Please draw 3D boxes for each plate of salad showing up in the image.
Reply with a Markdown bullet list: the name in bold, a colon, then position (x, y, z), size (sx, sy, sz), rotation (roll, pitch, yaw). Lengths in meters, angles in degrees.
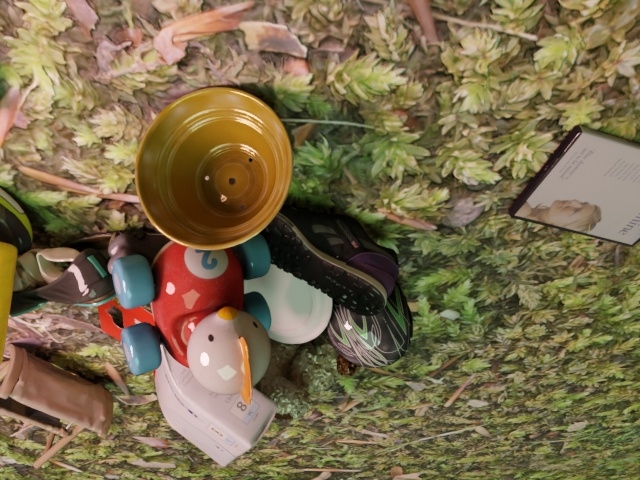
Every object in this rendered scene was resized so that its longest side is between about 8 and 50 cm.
- **plate of salad**: position (-0.067, 0.093, 0.925), size (0.199, 0.048, 0.200), rotation (8, 111, 22)

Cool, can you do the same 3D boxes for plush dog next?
- **plush dog**: position (-0.036, 0.245, 1.060), size (0.225, 0.211, 0.262), rotation (0, 169, -21)

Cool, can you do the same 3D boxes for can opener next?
- **can opener**: position (-0.235, 0.097, 0.838), size (0.095, 0.076, 0.283), rotation (-41, 132, 12)

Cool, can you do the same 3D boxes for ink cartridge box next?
- **ink cartridge box**: position (-0.283, 0.257, 0.942), size (0.385, 0.091, 0.308), rotation (35, 147, 1)
- **ink cartridge box**: position (-0.149, -0.089, 0.785), size (0.083, 0.028, 0.048), rotation (-11, 136, 10)

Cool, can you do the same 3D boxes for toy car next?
- **toy car**: position (-0.138, 0.118, 0.703), size (0.219, 0.238, 0.210), rotation (-13, 117, -32)

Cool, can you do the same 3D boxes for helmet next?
- **helmet**: position (0.088, 0.149, 0.944), size (0.169, 0.162, 0.169), rotation (-1, 137, -1)

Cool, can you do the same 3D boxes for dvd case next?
- **dvd case**: position (0.458, -0.077, 0.818), size (0.253, 0.022, 0.180), rotation (12, 135, -14)

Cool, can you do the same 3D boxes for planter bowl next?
- **planter bowl**: position (-0.134, -0.091, 0.707), size (0.217, 0.217, 0.090), rotation (-9, 172, 8)

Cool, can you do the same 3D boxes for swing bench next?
- **swing bench**: position (-0.649, 0.367, 1.161), size (0.254, 0.165, 0.253), rotation (-30, 129, 19)

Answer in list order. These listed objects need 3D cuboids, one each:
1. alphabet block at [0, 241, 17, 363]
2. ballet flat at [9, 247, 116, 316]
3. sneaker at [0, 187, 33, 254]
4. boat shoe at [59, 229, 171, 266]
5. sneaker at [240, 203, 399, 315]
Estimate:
- **alphabet block**: position (-0.585, 0.098, 0.736), size (0.197, 0.192, 0.193), rotation (-18, 158, 37)
- **ballet flat**: position (-0.428, 0.057, 0.817), size (0.280, 0.095, 0.096), rotation (-10, 113, 29)
- **sneaker**: position (-0.581, -0.049, 0.750), size (0.111, 0.121, 0.300), rotation (-34, 128, 30)
- **boat shoe**: position (-0.332, 0.020, 0.858), size (0.223, 0.080, 0.073), rotation (-6, 143, 12)
- **sneaker**: position (0.000, 0.000, 0.842), size (0.283, 0.124, 0.107), rotation (36, 140, -2)
